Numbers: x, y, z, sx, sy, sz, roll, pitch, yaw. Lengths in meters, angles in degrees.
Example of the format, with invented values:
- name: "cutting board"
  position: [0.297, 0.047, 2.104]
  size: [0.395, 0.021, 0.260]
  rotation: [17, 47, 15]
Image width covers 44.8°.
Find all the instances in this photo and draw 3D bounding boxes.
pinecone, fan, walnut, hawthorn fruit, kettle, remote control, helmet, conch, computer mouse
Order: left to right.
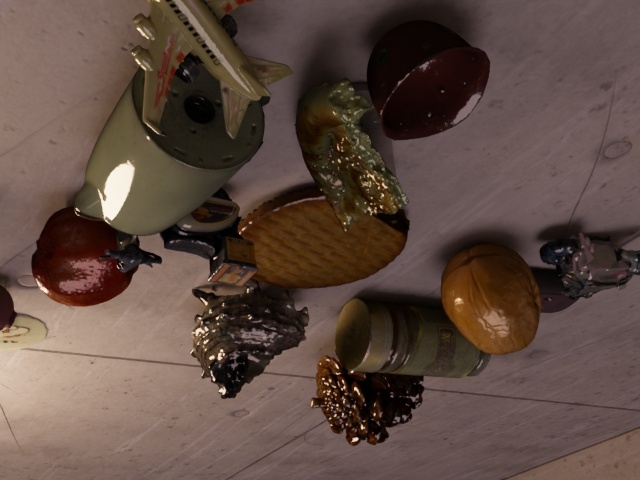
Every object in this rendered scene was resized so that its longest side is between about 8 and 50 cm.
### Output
- name: "fan"
  position: [-0.620, 0.152, 1.501]
  size: [0.190, 0.009, 0.329]
  rotation: [7, 147, -24]
- name: "hawthorn fruit"
  position: [-0.343, 0.024, 1.204]
  size: [0.193, 0.157, 0.157]
  rotation: [-1, 150, -3]
- name: "kettle"
  position: [-0.178, -0.118, 1.004]
  size: [0.240, 0.165, 0.255]
  rotation: [-25, 172, -38]
- name: "conch"
  position: [-0.141, 0.187, 1.551]
  size: [0.240, 0.186, 0.313]
  rotation: [0, 131, -27]
- name: "remote control"
  position: [0.068, -0.136, 1.141]
  size: [0.077, 0.022, 0.245]
  rotation: [-12, 144, 3]
- name: "pinecone"
  position: [0.119, 0.354, 1.825]
  size: [0.309, 0.244, 0.244]
  rotation: [-10, 157, -38]
- name: "helmet"
  position: [0.125, -0.211, 0.969]
  size: [0.175, 0.106, 0.155]
  rotation: [8, 135, -49]
- name: "walnut"
  position: [0.326, 0.112, 1.486]
  size: [0.193, 0.193, 0.226]
  rotation: [-20, 132, 19]
- name: "computer mouse"
  position: [0.453, 0.111, 1.659]
  size: [0.232, 0.057, 0.120]
  rotation: [4, 145, -25]

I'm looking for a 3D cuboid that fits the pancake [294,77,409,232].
- name: "pancake"
  position: [0.036, -0.098, 1.063]
  size: [0.054, 0.197, 0.377]
  rotation: [-47, 157, -13]

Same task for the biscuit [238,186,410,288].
- name: "biscuit"
  position: [0.000, 0.000, 1.367]
  size: [0.317, 0.040, 0.318]
  rotation: [-6, 148, -4]

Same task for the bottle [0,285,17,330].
- name: "bottle"
  position: [-0.651, 0.151, 1.387]
  size: [0.253, 0.121, 0.120]
  rotation: [-28, 145, 27]

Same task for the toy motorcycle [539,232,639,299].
- name: "toy motorcycle"
  position: [0.553, 0.040, 1.512]
  size: [0.204, 0.108, 0.239]
  rotation: [-16, 162, 28]

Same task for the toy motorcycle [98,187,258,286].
- name: "toy motorcycle"
  position: [-0.228, -0.021, 1.158]
  size: [0.263, 0.157, 0.091]
  rotation: [10, 144, -31]

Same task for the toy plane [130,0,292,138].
- name: "toy plane"
  position: [-0.137, -0.234, 0.838]
  size: [0.244, 0.229, 0.092]
  rotation: [47, 166, -27]

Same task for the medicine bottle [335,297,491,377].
- name: "medicine bottle"
  position: [0.206, 0.216, 1.681]
  size: [0.322, 0.151, 0.151]
  rotation: [9, 146, -27]
